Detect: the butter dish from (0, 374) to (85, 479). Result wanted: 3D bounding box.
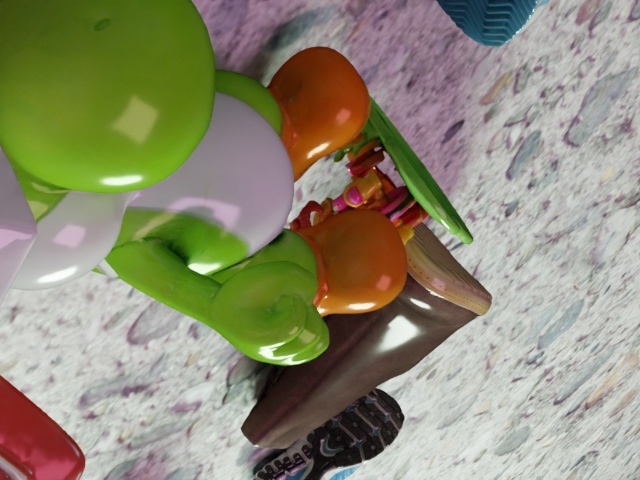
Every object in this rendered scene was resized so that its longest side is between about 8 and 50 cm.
[{"bbox_3d":[-0.233,0.109,0.897,0.160,0.118,0.160,-45,114,3],"label":"butter dish"}]

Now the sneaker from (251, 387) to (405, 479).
[{"bbox_3d":[0.001,0.186,1.458,0.162,0.063,0.073,-35,171,-14],"label":"sneaker"}]

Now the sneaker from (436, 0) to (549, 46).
[{"bbox_3d":[0.136,-0.212,1.016,0.092,0.087,0.229,-33,155,-38],"label":"sneaker"}]

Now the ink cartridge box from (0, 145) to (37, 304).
[{"bbox_3d":[-0.271,0.018,0.594,0.278,0.117,0.201,11,122,-40],"label":"ink cartridge box"}]

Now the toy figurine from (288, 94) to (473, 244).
[{"bbox_3d":[0.000,0.000,1.073,0.159,0.130,0.173,-37,-166,6],"label":"toy figurine"}]

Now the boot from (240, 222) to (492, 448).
[{"bbox_3d":[0.027,0.085,1.247,0.207,0.090,0.248,-43,171,2],"label":"boot"}]

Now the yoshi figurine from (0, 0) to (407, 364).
[{"bbox_3d":[-0.068,-0.048,0.843,0.362,0.203,0.203,6,108,-57],"label":"yoshi figurine"}]
